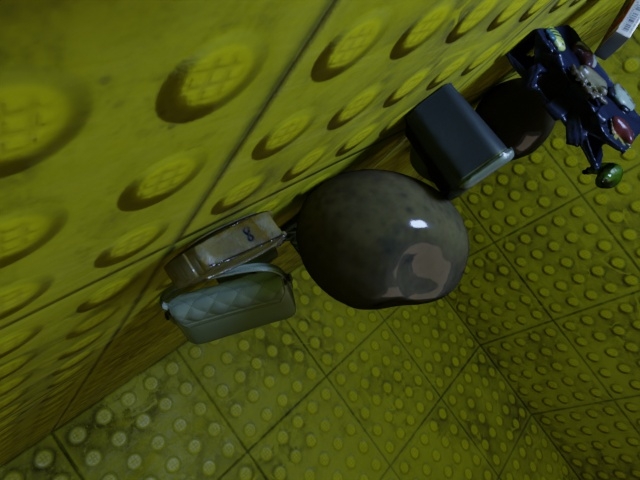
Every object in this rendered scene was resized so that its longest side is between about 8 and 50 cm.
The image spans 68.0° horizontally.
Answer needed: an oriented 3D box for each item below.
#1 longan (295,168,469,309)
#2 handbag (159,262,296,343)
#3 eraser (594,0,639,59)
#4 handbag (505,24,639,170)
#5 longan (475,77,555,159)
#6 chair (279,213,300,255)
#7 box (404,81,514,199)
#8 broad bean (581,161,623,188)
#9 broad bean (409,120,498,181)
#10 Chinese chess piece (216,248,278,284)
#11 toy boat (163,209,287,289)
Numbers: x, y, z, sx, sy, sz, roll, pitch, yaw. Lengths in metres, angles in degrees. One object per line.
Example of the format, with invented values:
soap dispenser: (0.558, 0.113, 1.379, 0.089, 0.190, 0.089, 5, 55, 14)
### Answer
longan: (0.121, 0.000, 0.925, 0.350, 0.288, 0.288, 7, 158, -19)
handbag: (-0.177, 0.111, 0.930, 0.256, 0.079, 0.219, -16, 148, -3)
eraser: (0.690, -0.524, 1.023, 0.230, 0.038, 0.157, -61, 169, 11)
handbag: (0.560, -0.322, 1.030, 0.122, 0.303, 0.329, -39, 174, 39)
longan: (0.549, -0.343, 1.343, 0.246, 0.215, 0.246, -31, -150, 21)
chair: (0.000, 0.000, 1.193, 0.136, 0.147, 0.270, -36, 178, 15)
box: (0.261, -0.187, 0.942, 0.138, 0.178, 0.274, -36, 177, 8)
broad bean: (0.589, -0.136, 0.976, 0.061, 0.046, 0.195, -15, -172, 21)
broad bean: (0.365, -0.237, 1.290, 0.238, 0.119, 0.291, 1, 164, 3)
Chinese chess piece: (-0.159, 0.051, 1.024, 0.144, 0.058, 0.144, -35, 177, -2)
toy boat: (-0.134, 0.013, 0.704, 0.088, 0.068, 0.226, -32, -179, 39)
